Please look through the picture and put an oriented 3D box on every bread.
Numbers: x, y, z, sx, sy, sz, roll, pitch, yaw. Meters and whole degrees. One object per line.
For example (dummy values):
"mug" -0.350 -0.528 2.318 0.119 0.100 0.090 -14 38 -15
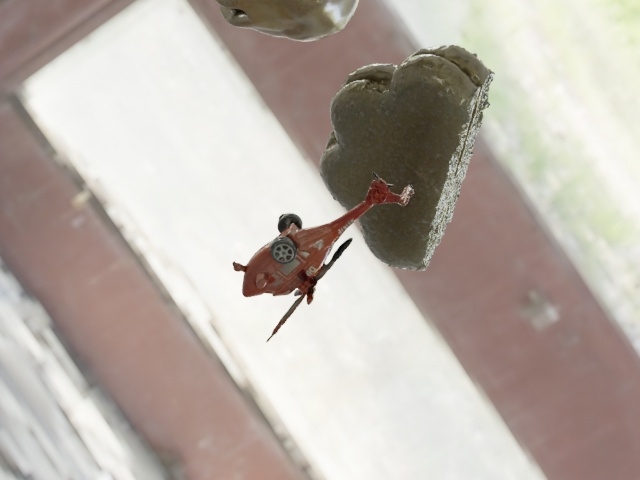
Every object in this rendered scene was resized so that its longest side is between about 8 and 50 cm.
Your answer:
"bread" 0.093 -0.110 2.411 0.183 0.337 0.102 20 46 8

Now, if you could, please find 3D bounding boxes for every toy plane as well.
"toy plane" -0.002 0.004 1.909 0.077 0.194 0.126 45 43 -15

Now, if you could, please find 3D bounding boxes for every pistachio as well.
"pistachio" -0.032 -0.250 1.669 0.126 0.152 0.223 52 5 -41
